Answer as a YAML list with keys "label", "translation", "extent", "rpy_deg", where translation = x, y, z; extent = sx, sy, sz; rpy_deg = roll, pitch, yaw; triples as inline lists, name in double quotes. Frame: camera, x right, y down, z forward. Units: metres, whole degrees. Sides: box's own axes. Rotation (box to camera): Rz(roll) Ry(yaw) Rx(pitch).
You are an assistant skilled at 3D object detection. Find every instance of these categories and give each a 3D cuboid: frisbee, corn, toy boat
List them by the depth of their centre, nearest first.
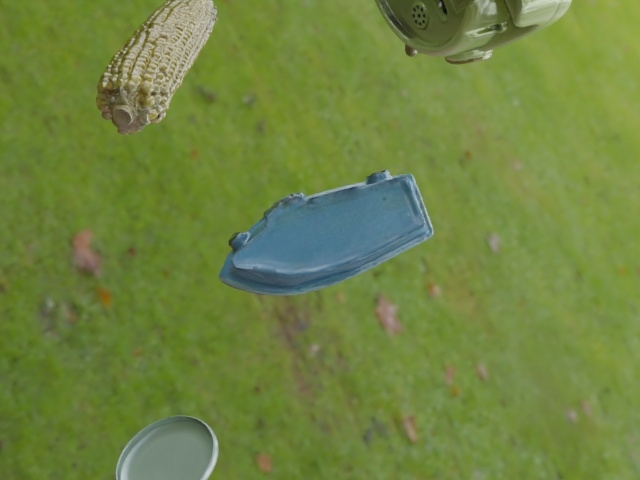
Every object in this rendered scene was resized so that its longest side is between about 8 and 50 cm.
- label: "frisbee"
  translation: [-0.151, 0.219, 1.602]
  extent: [0.110, 0.110, 0.014]
  rpy_deg: [-92, 161, -46]
- label: "toy boat"
  translation: [0.000, 0.000, 1.777]
  extent: [0.098, 0.237, 0.109]
  rpy_deg: [96, -25, -78]
- label: "corn"
  translation: [-0.187, -0.208, 1.865]
  extent: [0.086, 0.086, 0.288]
  rpy_deg: [56, 29, -20]

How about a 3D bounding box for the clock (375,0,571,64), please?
- label: "clock"
  translation: [0.136, -0.302, 1.763]
  extent: [0.096, 0.308, 0.235]
  rpy_deg: [-21, 85, -29]
